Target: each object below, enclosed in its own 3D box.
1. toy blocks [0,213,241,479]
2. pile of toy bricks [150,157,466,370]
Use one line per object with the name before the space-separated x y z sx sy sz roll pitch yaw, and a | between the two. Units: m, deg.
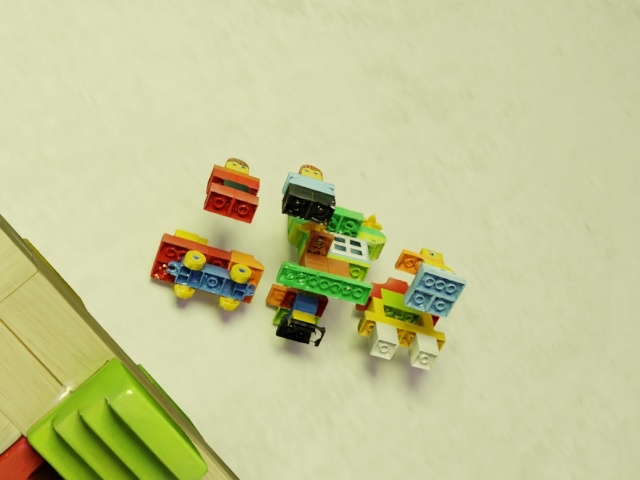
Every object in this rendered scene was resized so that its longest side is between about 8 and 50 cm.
toy blocks | -0.169 0.163 0.416 0.261 0.191 0.381 -42 108 -11
pile of toy bricks | 0.000 0.000 0.637 0.212 0.118 0.105 17 31 -13
